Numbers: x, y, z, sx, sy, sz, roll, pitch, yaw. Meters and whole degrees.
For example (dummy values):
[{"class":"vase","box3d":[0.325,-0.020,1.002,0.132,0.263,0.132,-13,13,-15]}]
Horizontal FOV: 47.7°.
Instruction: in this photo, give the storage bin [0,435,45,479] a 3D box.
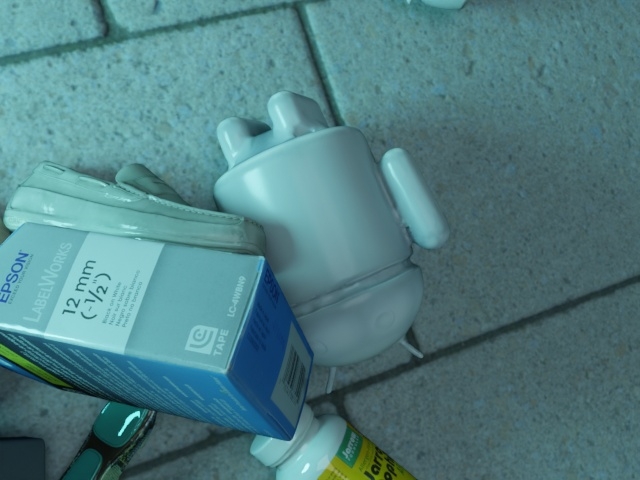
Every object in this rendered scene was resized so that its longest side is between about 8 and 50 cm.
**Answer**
[{"class":"storage bin","box3d":[-0.358,0.276,0.794,0.091,0.098,0.135,5,78,-44]}]

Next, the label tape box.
[{"class":"label tape box","box3d":[-0.201,0.088,0.721,0.348,0.249,0.115,10,65,15]}]

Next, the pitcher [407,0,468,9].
[{"class":"pitcher","box3d":[0.126,-0.402,1.034,0.207,0.125,0.177,35,94,2]}]

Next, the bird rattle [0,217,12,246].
[{"class":"bird rattle","box3d":[-0.443,0.009,0.790,0.207,0.143,0.253,7,38,-40]}]

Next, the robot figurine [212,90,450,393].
[{"class":"robot figurine","box3d":[0.000,0.000,0.878,0.300,0.200,0.353,-23,88,21]}]

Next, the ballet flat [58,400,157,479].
[{"class":"ballet flat","box3d":[-0.242,0.243,0.844,0.070,0.070,0.188,38,77,-8]}]

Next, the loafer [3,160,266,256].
[{"class":"loafer","box3d":[-0.207,-0.035,0.814,0.320,0.112,0.111,9,71,16]}]

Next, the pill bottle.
[{"class":"pill bottle","box3d":[0.021,0.286,0.882,0.208,0.117,0.117,41,73,-6]}]
